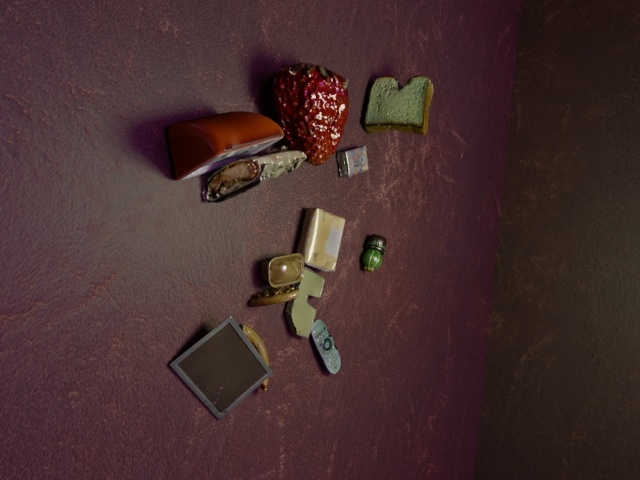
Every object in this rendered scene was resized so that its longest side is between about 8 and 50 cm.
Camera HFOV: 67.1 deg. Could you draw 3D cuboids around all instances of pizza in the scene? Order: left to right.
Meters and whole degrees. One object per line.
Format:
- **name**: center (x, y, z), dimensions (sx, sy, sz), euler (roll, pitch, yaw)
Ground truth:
- **pizza**: center (-0.235, 0.404, 1.626), dimensions (0.134, 0.056, 0.271), euler (-21, 109, -47)
- **pizza**: center (-0.160, 0.189, 1.664), dimensions (0.174, 0.134, 0.046), euler (-12, 95, -9)

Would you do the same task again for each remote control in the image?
- **remote control**: center (0.018, 0.428, 1.934), dimensions (0.097, 0.045, 0.256), euler (-39, 118, -42)

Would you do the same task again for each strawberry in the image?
- **strawberry**: center (-0.046, -0.428, 1.649), dimensions (0.292, 0.292, 0.344), euler (-12, 117, -48)

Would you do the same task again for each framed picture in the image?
- **framed picture**: center (-0.304, 0.403, 1.521), dimensions (0.231, 0.018, 0.293), euler (-38, 123, -17)

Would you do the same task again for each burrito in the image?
- **burrito**: center (-0.200, -0.221, 1.532), dimensions (0.347, 0.175, 0.107), euler (-29, 89, -44)

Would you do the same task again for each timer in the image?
- **timer**: center (-0.269, -0.281, 1.381), dimensions (0.257, 0.250, 0.161), euler (-29, 114, -45)

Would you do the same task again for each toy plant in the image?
- **toy plant**: center (0.234, 0.058, 2.122), dimensions (0.092, 0.092, 0.162), euler (32, 72, -46)

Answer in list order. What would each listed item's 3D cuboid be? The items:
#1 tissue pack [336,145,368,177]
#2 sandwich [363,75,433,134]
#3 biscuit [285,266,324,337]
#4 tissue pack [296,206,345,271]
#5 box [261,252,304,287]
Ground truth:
- **tissue pack**: center (0.135, -0.326, 1.995), dimensions (0.148, 0.060, 0.109), euler (-25, 110, -46)
- **sandwich**: center (0.330, -0.576, 2.042), dimensions (0.095, 0.273, 0.249), euler (25, 74, -62)
- **biscuit**: center (-0.063, 0.235, 1.820), dimensions (0.147, 0.046, 0.250), euler (28, 71, -48)
- **tissue pack**: center (0.000, 0.000, 1.841), dimensions (0.186, 0.090, 0.222), euler (22, 76, -46)
- **box**: center (-0.128, 0.103, 1.691), dimensions (0.177, 0.111, 0.111), euler (-10, 101, -48)
